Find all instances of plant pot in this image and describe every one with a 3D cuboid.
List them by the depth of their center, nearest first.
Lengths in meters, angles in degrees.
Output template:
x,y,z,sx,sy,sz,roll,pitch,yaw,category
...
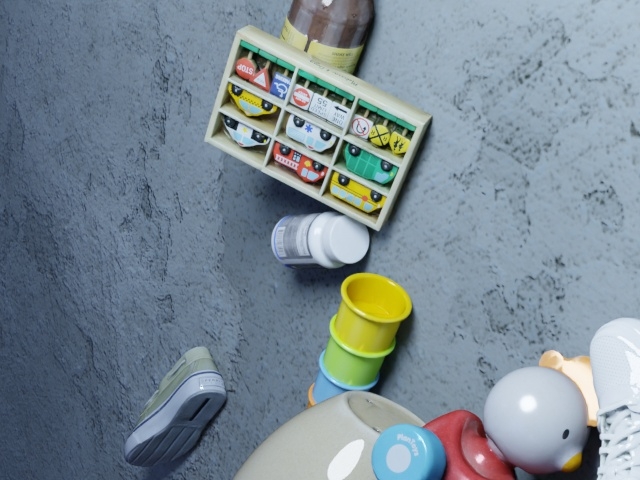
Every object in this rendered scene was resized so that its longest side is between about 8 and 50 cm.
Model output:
x,y,z,sx,sy,sz,roll,pitch,yaw,category
0.044,0.296,1.307,0.284,0.284,0.191,39,109,45,plant pot

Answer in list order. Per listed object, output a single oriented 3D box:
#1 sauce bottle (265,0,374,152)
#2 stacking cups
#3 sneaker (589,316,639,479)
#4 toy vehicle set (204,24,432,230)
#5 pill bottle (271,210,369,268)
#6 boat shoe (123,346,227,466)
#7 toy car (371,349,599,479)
x,y,z,sx,sy,sz,roll,pitch,yaw,category
0.005,-0.263,1.391,0.111,0.111,0.344,53,134,36,sauce bottle
0.030,0.196,1.440,0.096,0.096,0.316,49,133,39,stacking cups
0.292,0.216,1.009,0.108,0.169,0.293,-43,59,51,sneaker
-0.008,-0.143,1.369,0.266,0.035,0.166,28,124,11,toy vehicle set
0.000,0.000,1.464,0.137,0.078,0.078,-2,93,54,pill bottle
-0.251,0.294,1.862,0.302,0.109,0.094,-46,43,37,boat shoe
0.221,0.226,1.132,0.238,0.219,0.210,-47,53,13,toy car
